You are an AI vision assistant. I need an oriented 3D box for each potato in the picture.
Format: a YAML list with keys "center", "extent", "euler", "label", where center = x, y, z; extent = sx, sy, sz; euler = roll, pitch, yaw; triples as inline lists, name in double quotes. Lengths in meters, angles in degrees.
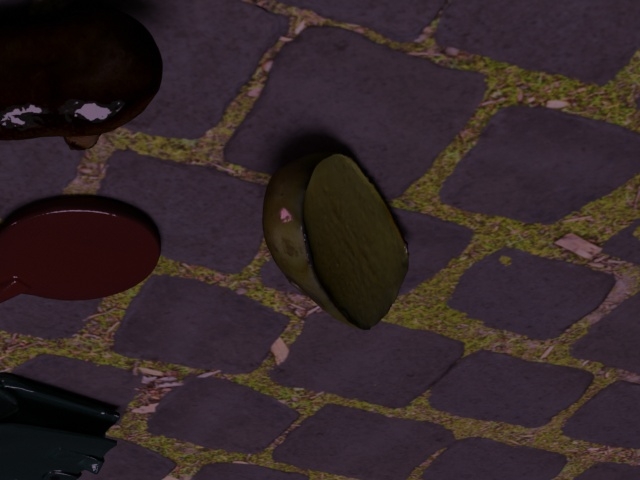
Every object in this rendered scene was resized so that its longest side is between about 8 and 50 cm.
- center: [0.000, 0.000, 1.591]
  extent: [0.111, 0.160, 0.271]
  euler: [8, 153, 32]
  label: "potato"

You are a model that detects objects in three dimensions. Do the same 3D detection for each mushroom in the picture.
- center: [-0.256, -0.152, 1.392]
  extent: [0.227, 0.148, 0.217]
  euler: [2, 164, 12]
  label: "mushroom"

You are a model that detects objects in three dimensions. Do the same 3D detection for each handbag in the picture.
- center: [-0.489, 0.335, 2.093]
  extent: [0.238, 0.089, 0.326]
  euler: [20, 140, -30]
  label: "handbag"

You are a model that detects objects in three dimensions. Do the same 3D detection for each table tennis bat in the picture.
- center: [-0.347, 0.031, 1.701]
  extent: [0.310, 0.038, 0.200]
  euler: [-22, 140, 26]
  label: "table tennis bat"
